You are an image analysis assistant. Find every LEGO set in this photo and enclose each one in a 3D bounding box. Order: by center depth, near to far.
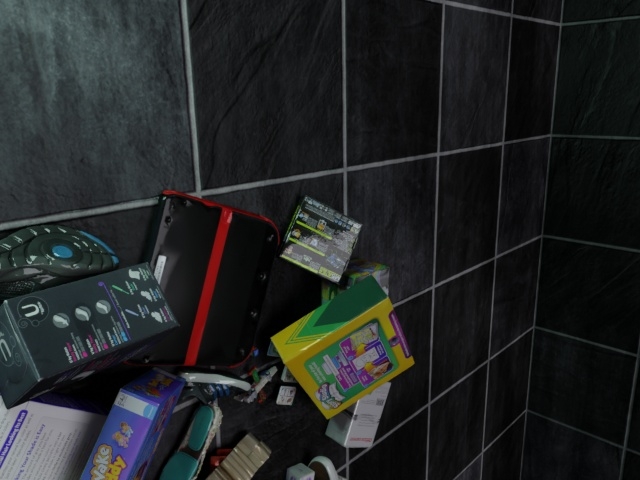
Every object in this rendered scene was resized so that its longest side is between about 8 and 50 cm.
[{"bbox_3d":[-0.136,0.351,1.463,0.244,0.060,0.183,27,76,-56],"label":"LEGO set"}]

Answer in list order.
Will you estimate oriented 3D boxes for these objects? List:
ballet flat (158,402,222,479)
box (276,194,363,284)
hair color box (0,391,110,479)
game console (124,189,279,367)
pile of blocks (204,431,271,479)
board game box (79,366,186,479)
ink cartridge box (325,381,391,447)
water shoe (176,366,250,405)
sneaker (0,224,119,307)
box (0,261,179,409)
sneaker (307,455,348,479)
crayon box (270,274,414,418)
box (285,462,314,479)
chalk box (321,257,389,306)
[{"bbox_3d":[-0.302,0.507,1.290,0.241,0.091,0.077,-61,157,-12],"label":"ballet flat"},{"bbox_3d":[0.000,0.000,1.452,0.190,0.045,0.184,25,81,-19],"label":"box"},{"bbox_3d":[-0.563,0.358,0.954,0.338,0.110,0.185,36,73,-47],"label":"hair color box"},{"bbox_3d":[-0.266,0.105,1.253,0.341,0.060,0.387,15,88,-42],"label":"game console"},{"bbox_3d":[-0.262,0.606,1.338,0.149,0.112,0.362,-49,172,29],"label":"pile of blocks"},{"bbox_3d":[-0.392,0.443,1.057,0.233,0.078,0.347,118,-5,-85],"label":"board game box"},{"bbox_3d":[0.123,0.543,1.735,0.160,0.092,0.220,25,81,-46],"label":"ink cartridge box"},{"bbox_3d":[-0.265,0.358,1.301,0.203,0.073,0.080,22,84,-38],"label":"water shoe"},{"bbox_3d":[-0.526,0.061,0.939,0.340,0.125,0.140,-4,130,-49],"label":"sneaker"},{"bbox_3d":[-0.422,0.160,0.954,0.270,0.165,0.143,-18,76,-53],"label":"box"},{"bbox_3d":[0.029,0.762,1.698,0.123,0.105,0.290,-40,134,-45],"label":"sneaker"},{"bbox_3d":[0.075,0.307,1.489,0.313,0.106,0.363,-31,135,-5],"label":"crayon box"},{"bbox_3d":[-0.077,0.842,1.619,0.063,0.067,0.324,0,101,-47],"label":"box"},{"bbox_3d":[0.085,0.143,1.572,0.213,0.132,0.133,-11,109,-44],"label":"chalk box"}]
